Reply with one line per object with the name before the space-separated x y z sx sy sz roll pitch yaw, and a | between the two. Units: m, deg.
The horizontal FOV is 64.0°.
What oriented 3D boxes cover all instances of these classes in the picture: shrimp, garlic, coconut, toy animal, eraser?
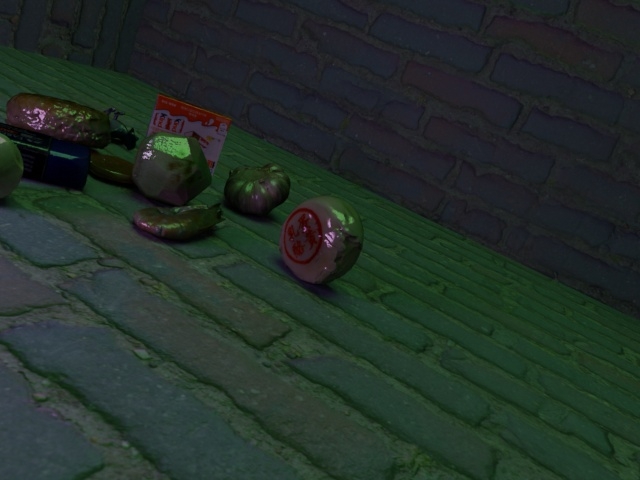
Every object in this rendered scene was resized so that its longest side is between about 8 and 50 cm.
shrimp | -0.381 -0.066 1.418 0.168 0.077 0.317 25 19 18
garlic | -0.220 -0.174 1.822 0.244 0.161 0.245 -5 40 4
coconut | -0.744 -0.166 1.119 0.161 0.161 0.162 9 13 -39
toy animal | -0.803 -0.421 1.980 0.255 0.176 0.239 -8 -7 35
eraser | -0.791 -0.233 1.353 0.332 0.102 0.155 12 20 -29
coconut | -0.444 -0.211 1.554 0.235 0.236 0.204 16 -17 -21

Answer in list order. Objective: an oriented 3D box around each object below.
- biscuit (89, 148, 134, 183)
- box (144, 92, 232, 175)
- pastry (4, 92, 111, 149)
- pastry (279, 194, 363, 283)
biscuit | -0.688 -0.236 1.600 0.288 0.044 0.202 15 17 -20
box | -0.495 -0.368 1.876 0.273 0.265 0.048 13 20 -25
pastry | -0.824 -0.384 1.650 0.329 0.136 0.329 13 7 -2
pastry | 0.002 -0.001 1.421 0.265 0.265 0.133 35 18 36
